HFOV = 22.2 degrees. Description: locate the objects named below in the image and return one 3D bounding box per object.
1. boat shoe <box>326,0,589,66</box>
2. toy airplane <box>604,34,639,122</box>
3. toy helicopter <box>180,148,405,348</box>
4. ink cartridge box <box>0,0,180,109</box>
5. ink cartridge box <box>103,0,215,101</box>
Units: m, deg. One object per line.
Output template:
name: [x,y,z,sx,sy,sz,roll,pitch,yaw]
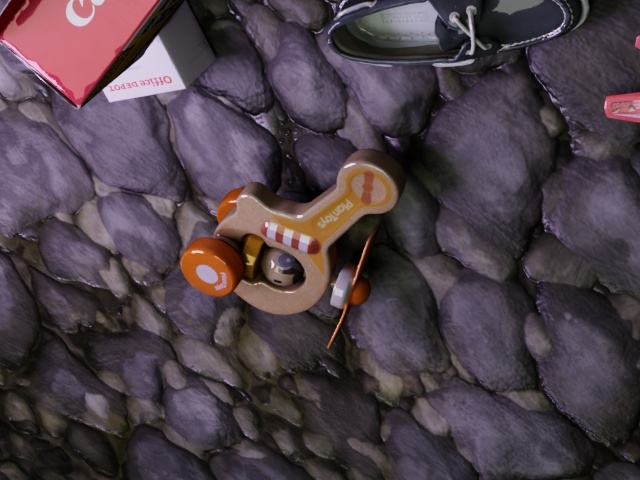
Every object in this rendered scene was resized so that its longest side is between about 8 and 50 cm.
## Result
boat shoe: [0.147,-0.240,1.808,0.303,0.091,0.114,-2,126,36]
toy airplane: [0.377,-0.167,1.767,0.151,0.028,0.151,18,135,19]
toy helicopter: [0.000,0.000,2.103,0.235,0.140,0.355,42,136,-9]
ink cartridge box: [-0.209,-0.307,1.788,0.130,0.272,0.309,40,119,-4]
ink cartridge box: [-0.240,-0.279,2.045,0.140,0.082,0.190,-6,122,37]
